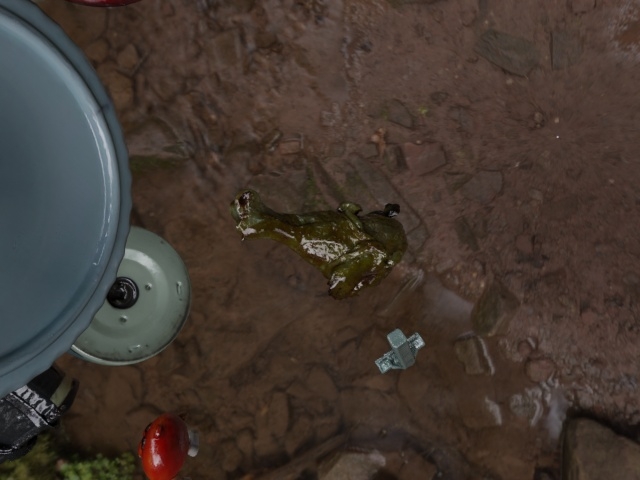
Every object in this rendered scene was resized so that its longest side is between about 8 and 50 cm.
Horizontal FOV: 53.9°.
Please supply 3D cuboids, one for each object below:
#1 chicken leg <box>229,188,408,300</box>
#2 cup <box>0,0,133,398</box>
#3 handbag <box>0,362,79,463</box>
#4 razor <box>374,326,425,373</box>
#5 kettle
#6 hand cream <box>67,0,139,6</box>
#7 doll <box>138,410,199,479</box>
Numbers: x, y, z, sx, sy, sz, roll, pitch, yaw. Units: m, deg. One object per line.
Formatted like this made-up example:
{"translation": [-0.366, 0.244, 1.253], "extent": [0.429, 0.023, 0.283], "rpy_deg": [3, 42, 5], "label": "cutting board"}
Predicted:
{"translation": [0.006, 0.015, 1.238], "extent": [0.140, 0.361, 0.212], "rpy_deg": [119, 145, -49], "label": "chicken leg"}
{"translation": [-0.330, -0.031, 0.374], "extent": [0.311, 0.331, 0.257], "rpy_deg": [5, 99, 32], "label": "cup"}
{"translation": [-0.678, 0.364, 1.409], "extent": [0.254, 0.181, 0.181], "rpy_deg": [-37, 110, 7], "label": "handbag"}
{"translation": [0.155, 0.212, 1.200], "extent": [0.111, 0.278, 0.056], "rpy_deg": [-34, 73, -2], "label": "razor"}
{"translation": [-0.451, 0.092, 1.212], "extent": [0.319, 0.247, 0.342], "rpy_deg": [43, 152, -19], "label": "kettle"}
{"translation": [-0.222, -0.364, 0.620], "extent": [0.230, 0.149, 0.230], "rpy_deg": [1, 136, 1], "label": "hand cream"}
{"translation": [-0.300, 0.422, 1.238], "extent": [0.085, 0.217, 0.183], "rpy_deg": [1, 58, 11], "label": "doll"}
